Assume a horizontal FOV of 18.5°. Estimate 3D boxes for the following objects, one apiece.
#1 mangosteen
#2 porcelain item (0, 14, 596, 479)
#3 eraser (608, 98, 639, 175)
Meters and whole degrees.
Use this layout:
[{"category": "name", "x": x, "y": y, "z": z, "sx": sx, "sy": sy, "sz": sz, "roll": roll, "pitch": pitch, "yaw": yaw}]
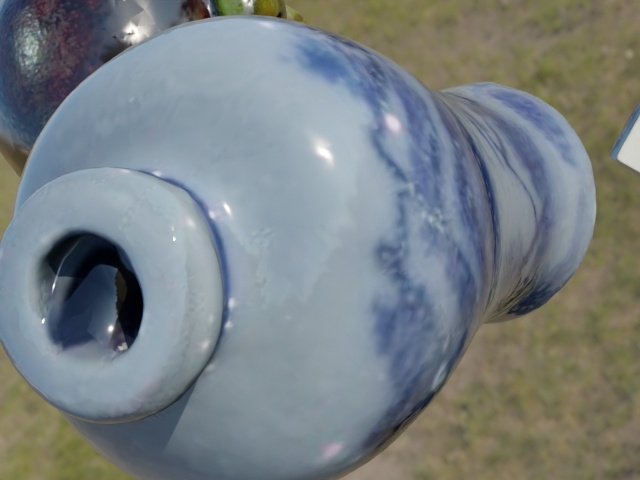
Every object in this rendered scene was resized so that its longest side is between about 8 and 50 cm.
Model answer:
[{"category": "mangosteen", "x": -0.155, "y": -0.154, "z": 1.779, "sx": 0.300, "sy": 0.300, "sz": 0.300, "roll": -34, "pitch": 21, "yaw": 15}, {"category": "porcelain item", "x": 0.000, "y": 0.000, "z": 0.608, "sx": 0.141, "sy": 0.141, "sz": 0.259, "roll": -28, "pitch": -7, "yaw": 27}, {"category": "eraser", "x": 0.348, "y": -0.115, "z": 1.941, "sx": 0.124, "sy": 0.081, "sz": 0.279, "roll": -59, "pitch": -6, "yaw": 6}]
